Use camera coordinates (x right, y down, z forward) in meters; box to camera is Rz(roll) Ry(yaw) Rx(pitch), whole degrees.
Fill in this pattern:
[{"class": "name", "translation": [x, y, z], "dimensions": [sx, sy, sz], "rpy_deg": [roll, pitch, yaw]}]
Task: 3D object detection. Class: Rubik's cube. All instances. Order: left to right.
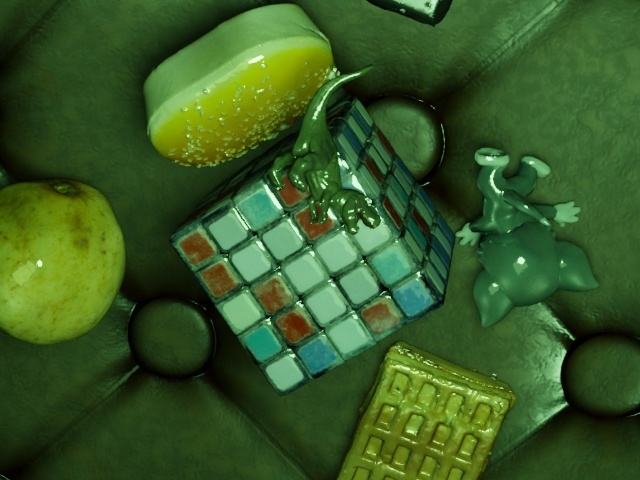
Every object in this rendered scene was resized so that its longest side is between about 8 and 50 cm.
[{"class": "Rubik's cube", "translation": [0.000, 0.000, 1.876], "dimensions": [0.292, 0.287, 0.293], "rpy_deg": [-31, 101, 17]}]

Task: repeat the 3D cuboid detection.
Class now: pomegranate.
[{"class": "pomegranate", "translation": [-0.422, 0.033, 1.974], "dimensions": [0.260, 0.260, 0.260], "rpy_deg": [3, 109, 8]}]

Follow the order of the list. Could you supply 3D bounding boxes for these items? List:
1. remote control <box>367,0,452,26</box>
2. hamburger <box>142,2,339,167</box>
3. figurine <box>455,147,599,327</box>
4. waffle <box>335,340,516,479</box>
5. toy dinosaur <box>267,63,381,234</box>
[{"class": "remote control", "translation": [0.184, -0.497, 1.796], "dimensions": [0.144, 0.062, 0.399], "rpy_deg": [21, 110, 3]}, {"class": "hamburger", "translation": [-0.117, -0.218, 1.860], "dimensions": [0.295, 0.227, 0.151], "rpy_deg": [-27, 79, 20]}, {"class": "figurine", "translation": [0.302, -0.018, 1.902], "dimensions": [0.193, 0.140, 0.265], "rpy_deg": [-15, 130, -4]}, {"class": "waffle", "translation": [0.153, 0.341, 2.069], "dimensions": [0.224, 0.098, 0.328], "rpy_deg": [21, 111, 0]}, {"class": "toy dinosaur", "translation": [0.027, -0.111, 1.678], "dimensions": [0.179, 0.087, 0.187], "rpy_deg": [-44, 116, -19]}]
